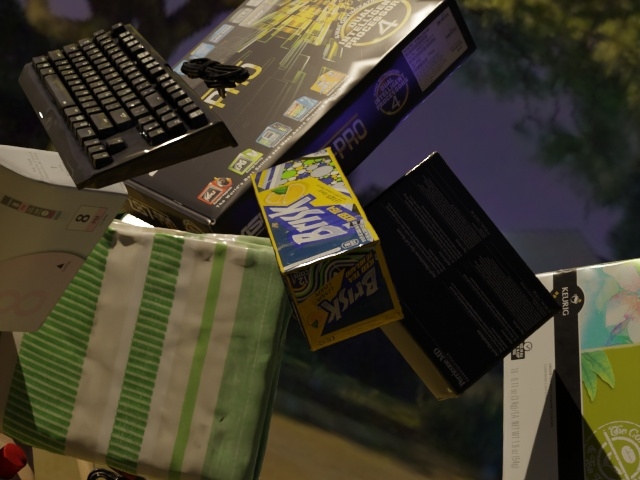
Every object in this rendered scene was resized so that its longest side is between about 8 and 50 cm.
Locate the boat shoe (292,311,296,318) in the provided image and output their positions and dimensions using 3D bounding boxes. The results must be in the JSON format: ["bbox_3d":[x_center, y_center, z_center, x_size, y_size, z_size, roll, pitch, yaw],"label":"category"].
[{"bbox_3d":[0.024,0.092,1.654,0.133,0.042,0.049,-8,-30,-19],"label":"boat shoe"}]

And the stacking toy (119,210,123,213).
[{"bbox_3d":[-0.284,-0.075,1.912,0.221,0.166,0.052,-18,32,-21],"label":"stacking toy"}]

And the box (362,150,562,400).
[{"bbox_3d":[0.150,0.048,1.553,0.261,0.184,0.103,52,-17,3],"label":"box"}]

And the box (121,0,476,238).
[{"bbox_3d":[-0.058,-0.161,1.425,0.318,0.395,0.097,25,-26,50],"label":"box"}]

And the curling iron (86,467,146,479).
[{"bbox_3d":[-0.308,0.223,1.400,0.274,0.068,0.035,47,-7,-15],"label":"curling iron"}]

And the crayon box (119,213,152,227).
[{"bbox_3d":[-0.308,0.117,1.828,0.081,0.318,0.202,12,-44,25],"label":"crayon box"}]

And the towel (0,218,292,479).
[{"bbox_3d":[-0.186,0.101,1.188,0.325,0.247,0.038,9,-9,22],"label":"towel"}]

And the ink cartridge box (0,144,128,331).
[{"bbox_3d":[-0.310,-0.001,1.052,0.232,0.189,0.066,2,45,-50],"label":"ink cartridge box"}]

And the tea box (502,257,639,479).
[{"bbox_3d":[0.433,0.215,1.643,0.324,0.328,0.220,-11,-28,27],"label":"tea box"}]

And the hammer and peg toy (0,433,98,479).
[{"bbox_3d":[-0.414,0.272,1.473,0.361,0.127,0.266,34,22,-38],"label":"hammer and peg toy"}]

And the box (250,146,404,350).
[{"bbox_3d":[0.000,0.000,0.732,0.169,0.059,0.054,-113,-176,-67],"label":"box"}]

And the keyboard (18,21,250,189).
[{"bbox_3d":[-0.096,-0.081,0.638,0.180,0.108,0.023,-132,-153,-56],"label":"keyboard"}]
